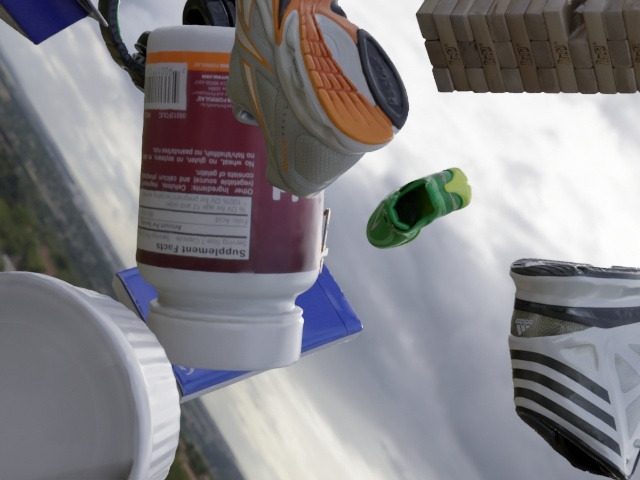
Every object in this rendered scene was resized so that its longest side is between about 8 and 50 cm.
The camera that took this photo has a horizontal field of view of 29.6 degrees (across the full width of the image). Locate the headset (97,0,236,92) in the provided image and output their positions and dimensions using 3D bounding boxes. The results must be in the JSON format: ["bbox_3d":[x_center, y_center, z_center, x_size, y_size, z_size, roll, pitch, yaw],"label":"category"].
[{"bbox_3d":[-0.207,-0.321,2.055,0.185,0.243,0.394,27,-28,52],"label":"headset"}]

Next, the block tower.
[{"bbox_3d":[0.245,-0.188,1.047,0.335,0.097,0.091,5,-44,30],"label":"block tower"}]

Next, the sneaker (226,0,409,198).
[{"bbox_3d":[-0.034,-0.148,0.849,0.121,0.099,0.262,-45,-130,42],"label":"sneaker"}]

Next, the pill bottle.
[{"bbox_3d":[-0.106,-0.052,1.463,0.224,0.224,0.392,-156,-111,-75],"label":"pill bottle"}]

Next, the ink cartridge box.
[{"bbox_3d":[-0.334,-0.293,1.184,0.371,0.069,0.176,31,-20,55],"label":"ink cartridge box"}]

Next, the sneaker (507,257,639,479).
[{"bbox_3d":[0.408,0.164,1.513,0.169,0.447,0.257,11,-85,62],"label":"sneaker"}]

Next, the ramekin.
[{"bbox_3d":[-0.254,0.164,1.124,0.273,0.273,0.127,57,17,11],"label":"ramekin"}]

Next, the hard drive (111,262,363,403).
[{"bbox_3d":[-0.118,0.097,1.782,0.210,0.318,0.040,58,-37,21],"label":"hard drive"}]

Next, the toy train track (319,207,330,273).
[{"bbox_3d":[0.000,0.000,1.530,0.048,0.014,0.083,-34,134,-74],"label":"toy train track"}]

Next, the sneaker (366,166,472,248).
[{"bbox_3d":[0.163,-0.062,2.313,0.295,0.123,0.109,-35,-107,53],"label":"sneaker"}]
